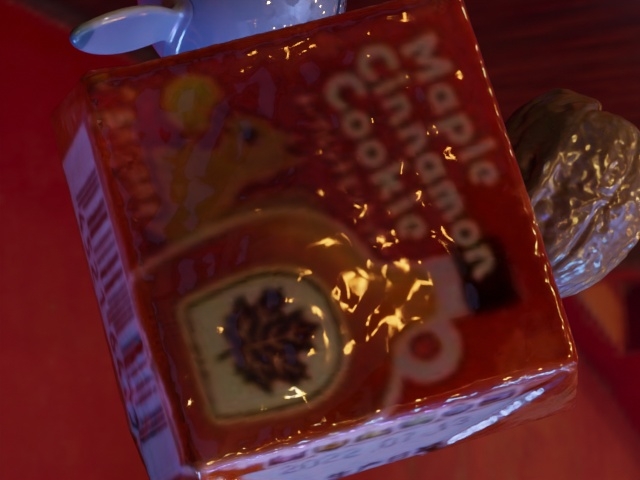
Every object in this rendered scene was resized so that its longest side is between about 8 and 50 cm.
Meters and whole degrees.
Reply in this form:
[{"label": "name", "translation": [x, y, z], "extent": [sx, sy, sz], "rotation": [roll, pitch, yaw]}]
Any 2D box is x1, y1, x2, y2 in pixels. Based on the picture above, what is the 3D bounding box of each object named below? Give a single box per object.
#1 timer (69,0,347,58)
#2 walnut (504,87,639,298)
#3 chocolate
[{"label": "timer", "translation": [-0.090, -0.196, 1.340], "extent": [0.255, 0.175, 0.175], "rotation": [17, 68, -49]}, {"label": "walnut", "translation": [0.232, -0.038, 1.816], "extent": [0.230, 0.178, 0.178], "rotation": [-53, 145, -14]}, {"label": "chocolate", "translation": [0.000, 0.000, 0.942], "extent": [0.108, 0.235, 0.237], "rotation": [115, -40, -74]}]
